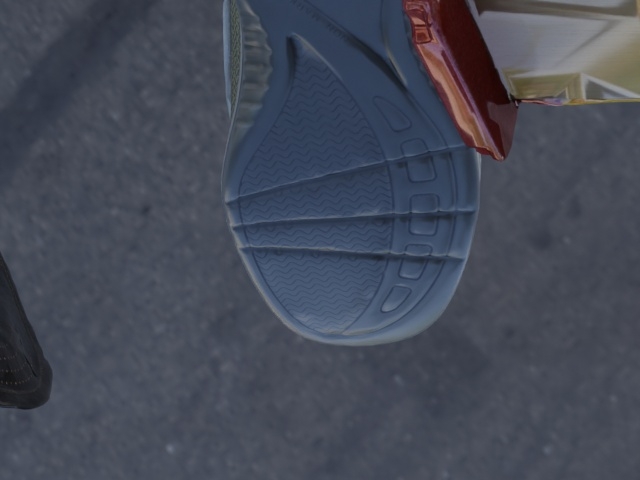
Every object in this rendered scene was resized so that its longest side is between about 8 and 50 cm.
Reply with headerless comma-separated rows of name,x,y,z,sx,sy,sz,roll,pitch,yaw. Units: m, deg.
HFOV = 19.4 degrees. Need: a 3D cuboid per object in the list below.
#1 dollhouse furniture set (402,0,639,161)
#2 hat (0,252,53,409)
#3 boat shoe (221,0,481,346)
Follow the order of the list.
dollhouse furniture set,0.109,-0.173,0.558,0.201,0.152,0.374,1,154,20
hat,-0.310,-0.001,1.149,0.134,0.331,0.331,-36,139,9
boat shoe,0.009,-0.092,0.840,0.118,0.103,0.320,-4,125,11
